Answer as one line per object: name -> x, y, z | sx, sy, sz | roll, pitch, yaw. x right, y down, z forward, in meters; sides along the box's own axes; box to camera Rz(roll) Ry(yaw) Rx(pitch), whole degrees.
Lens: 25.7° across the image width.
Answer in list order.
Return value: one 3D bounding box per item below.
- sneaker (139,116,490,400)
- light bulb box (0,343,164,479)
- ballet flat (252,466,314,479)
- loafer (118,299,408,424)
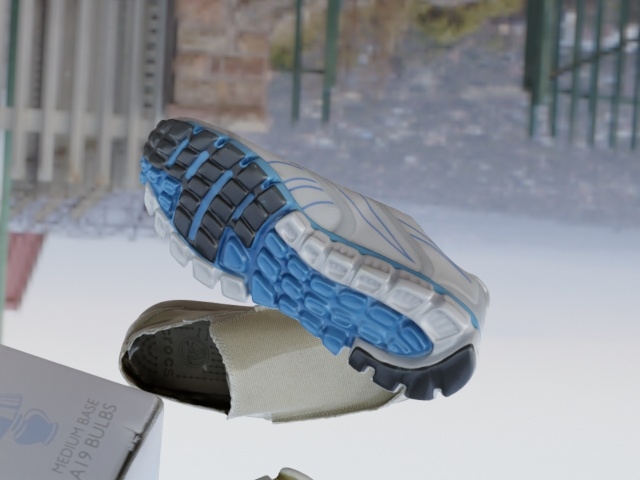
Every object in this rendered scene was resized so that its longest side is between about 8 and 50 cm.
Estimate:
sneaker -> 0.000, 0.000, 0.680 | 0.191, 0.071, 0.083 | 36, -148, 4
light bulb box -> -0.260, 0.290, 0.815 | 0.225, 0.361, 0.358 | 17, -133, 6
ballet flat -> -0.003, 0.163, 0.625 | 0.107, 0.106, 0.316 | -31, -163, -7
loafer -> -0.040, 0.096, 1.078 | 0.269, 0.102, 0.092 | -4, -166, 23
